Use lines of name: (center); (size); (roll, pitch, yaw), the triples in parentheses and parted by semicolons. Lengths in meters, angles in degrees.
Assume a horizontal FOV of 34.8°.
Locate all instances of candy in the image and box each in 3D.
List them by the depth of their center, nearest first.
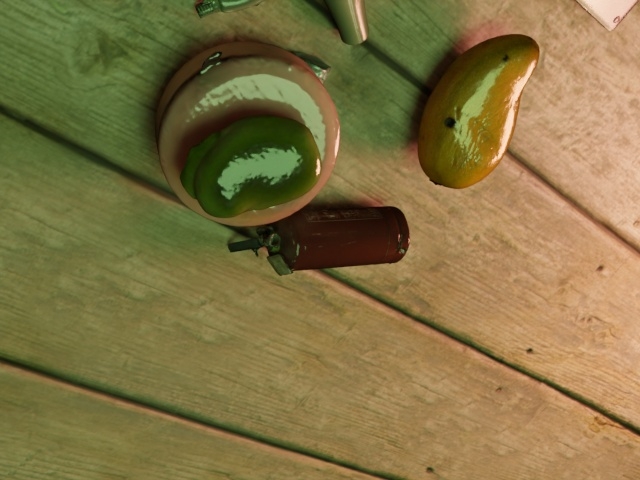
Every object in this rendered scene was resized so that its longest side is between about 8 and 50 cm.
candy: (-0.099, -0.145, 1.347); (0.255, 0.094, 0.255); (-6, 119, -10)

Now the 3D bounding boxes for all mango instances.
mango: (0.235, -0.201, 1.558); (0.157, 0.109, 0.262); (16, 108, -30)

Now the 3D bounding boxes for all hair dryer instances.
hair dryer: (-0.017, -0.313, 1.337); (0.225, 0.088, 0.219); (-37, 141, 15)

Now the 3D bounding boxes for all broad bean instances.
broad bean: (-0.088, -0.094, 1.282); (0.174, 0.082, 0.124); (-25, 120, -11)

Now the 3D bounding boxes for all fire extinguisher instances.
fire extinguisher: (0.000, 0.000, 1.566); (0.269, 0.105, 0.104); (-5, 125, -31)

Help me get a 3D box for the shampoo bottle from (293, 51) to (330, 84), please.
shampoo bottle: (-0.053, -0.159, 1.435); (0.072, 0.049, 0.212); (15, 113, -25)

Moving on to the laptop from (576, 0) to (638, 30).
laptop: (0.498, -0.462, 1.569); (0.188, 0.015, 0.269); (21, 115, -47)
